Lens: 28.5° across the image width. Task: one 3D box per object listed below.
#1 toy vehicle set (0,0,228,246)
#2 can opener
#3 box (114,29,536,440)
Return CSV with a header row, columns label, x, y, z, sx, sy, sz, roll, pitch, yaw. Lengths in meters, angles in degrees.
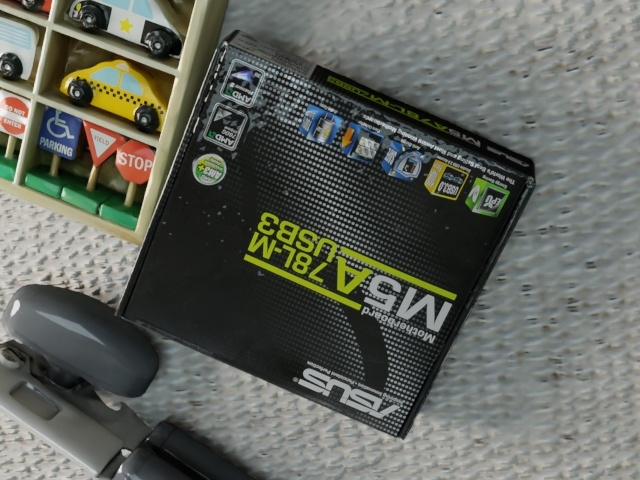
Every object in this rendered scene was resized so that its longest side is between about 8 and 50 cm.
label,x,y,z,sx,sy,sz,roll,pitch,yaw
toy vehicle set,-0.199,-0.120,0.769,0.267,0.035,0.166,21,113,10
can opener,-0.092,0.133,0.797,0.283,0.076,0.095,33,115,4
box,0.000,0.000,0.726,0.191,0.045,0.184,24,111,-2
